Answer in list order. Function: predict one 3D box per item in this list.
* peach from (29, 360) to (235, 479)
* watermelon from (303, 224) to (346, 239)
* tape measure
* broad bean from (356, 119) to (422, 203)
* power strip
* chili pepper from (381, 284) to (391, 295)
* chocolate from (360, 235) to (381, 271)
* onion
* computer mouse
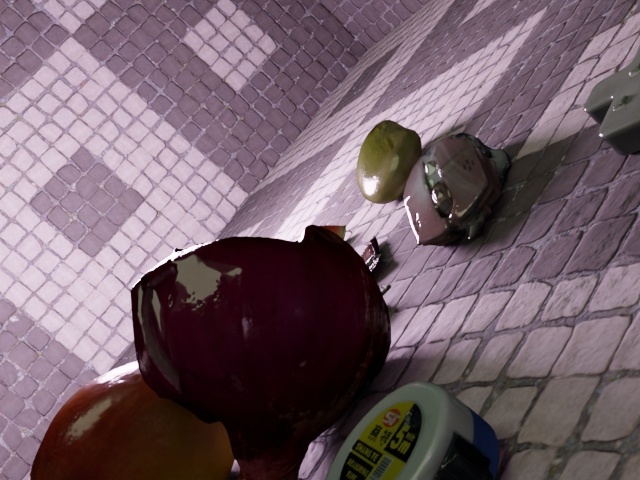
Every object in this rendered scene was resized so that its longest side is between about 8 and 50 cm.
[{"bbox_3d":[-0.297,0.359,1.480,0.290,0.372,0.372,21,65,41],"label":"peach"},{"bbox_3d":[0.000,0.000,2.021,0.135,0.094,0.125,-41,6,10],"label":"watermelon"},{"bbox_3d":[0.064,0.260,0.992,0.215,0.098,0.351,-53,16,-13],"label":"tape measure"},{"bbox_3d":[0.152,-0.178,1.991,0.189,0.121,0.263,-47,14,19],"label":"broad bean"},{"bbox_3d":[0.457,-0.222,1.231,0.194,0.059,0.265,-28,24,56],"label":"power strip"},{"bbox_3d":[0.037,0.133,1.571,0.272,0.063,0.071,-39,3,46],"label":"chili pepper"},{"bbox_3d":[0.093,0.042,1.733,0.086,0.028,0.182,-53,10,9],"label":"chocolate"},{"bbox_3d":[-0.067,0.198,1.272,0.398,0.398,0.420,-36,60,44],"label":"onion"},{"bbox_3d":[0.220,-0.091,1.518,0.199,0.115,0.389,-46,11,22],"label":"computer mouse"}]
